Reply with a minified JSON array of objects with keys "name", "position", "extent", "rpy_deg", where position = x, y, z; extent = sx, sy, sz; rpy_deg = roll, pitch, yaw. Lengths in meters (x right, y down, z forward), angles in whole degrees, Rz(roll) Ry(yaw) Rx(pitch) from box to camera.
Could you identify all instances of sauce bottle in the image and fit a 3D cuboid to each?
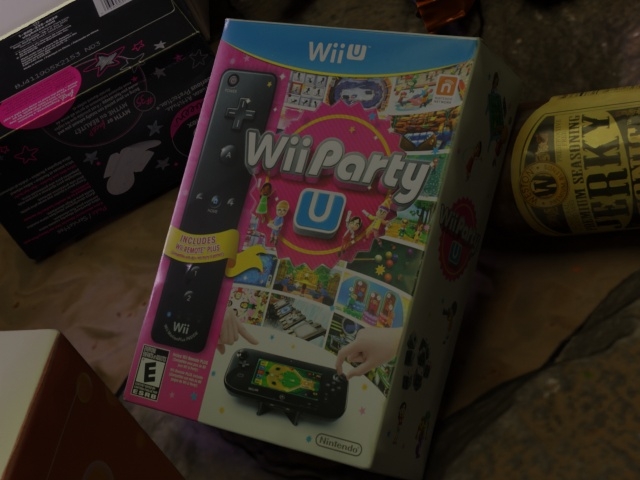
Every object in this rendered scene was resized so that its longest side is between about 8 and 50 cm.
[{"name":"sauce bottle","position":[0.197,-0.056,0.968],"extent":[0.344,0.111,0.111],"rpy_deg":[-8,48,22]}]

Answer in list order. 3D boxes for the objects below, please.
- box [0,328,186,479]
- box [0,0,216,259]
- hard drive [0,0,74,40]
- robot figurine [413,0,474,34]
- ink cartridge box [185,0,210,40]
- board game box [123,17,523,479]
[{"name":"box","position":[-0.164,0.235,0.715],"extent":[0.168,0.345,0.215],"rpy_deg":[-4,50,23]},{"name":"box","position":[-0.214,-0.126,1.207],"extent":[0.247,0.142,0.163],"rpy_deg":[-28,43,-1]},{"name":"hard drive","position":[-0.265,-0.284,1.313],"extent":[0.318,0.040,0.210],"rpy_deg":[-29,44,0]},{"name":"robot figurine","position":[0.145,-0.329,1.251],"extent":[0.211,0.085,0.291],"rpy_deg":[-18,46,10]},{"name":"ink cartridge box","position":[-0.232,-0.258,1.369],"extent":[0.218,0.092,0.159],"rpy_deg":[-18,46,13]},{"name":"board game box","position":[0.000,0.000,0.941],"extent":[0.224,0.097,0.303],"rpy_deg":[10,81,32]}]
